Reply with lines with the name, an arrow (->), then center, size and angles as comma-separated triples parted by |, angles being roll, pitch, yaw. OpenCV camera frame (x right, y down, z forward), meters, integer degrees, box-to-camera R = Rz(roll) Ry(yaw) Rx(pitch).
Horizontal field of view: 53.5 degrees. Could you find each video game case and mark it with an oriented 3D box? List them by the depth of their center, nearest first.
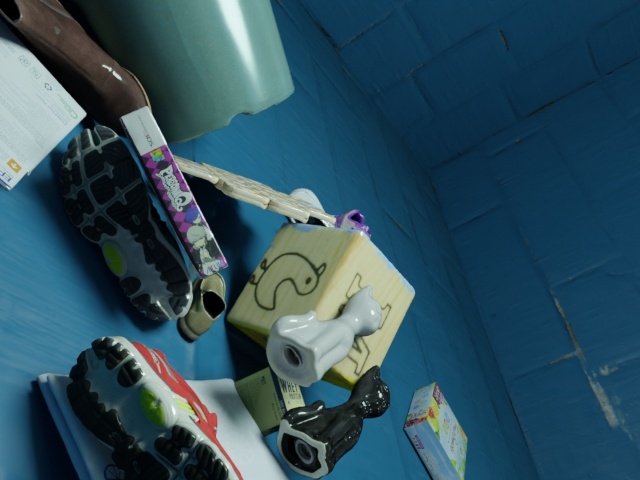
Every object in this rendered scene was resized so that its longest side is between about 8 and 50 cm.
video game case -> -0.194, -0.055, 0.842 | 0.210, 0.041, 0.232 | 63, -11, -5

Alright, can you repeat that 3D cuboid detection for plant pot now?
plant pot -> -0.217, -0.352, 1.024 | 0.341, 0.341, 0.334 | -67, 139, -66

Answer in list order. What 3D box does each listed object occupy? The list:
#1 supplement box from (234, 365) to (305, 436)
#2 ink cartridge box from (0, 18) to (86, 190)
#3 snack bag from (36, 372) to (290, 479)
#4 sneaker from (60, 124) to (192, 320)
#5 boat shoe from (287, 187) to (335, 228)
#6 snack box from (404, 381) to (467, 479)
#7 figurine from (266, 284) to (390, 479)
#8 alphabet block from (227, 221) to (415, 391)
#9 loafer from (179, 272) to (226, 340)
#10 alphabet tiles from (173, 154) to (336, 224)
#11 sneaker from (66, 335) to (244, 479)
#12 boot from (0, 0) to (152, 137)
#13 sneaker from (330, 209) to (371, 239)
supplement box -> -0.076, 0.236, 0.930 | 0.056, 0.083, 0.083 | 24, 42, -60
ink cartridge box -> -0.401, -0.179, 0.729 | 0.223, 0.045, 0.224 | 52, 23, -24
snack bag -> -0.116, 0.276, 0.707 | 0.323, 0.037, 0.342 | 50, 12, 28
sneaker -> -0.254, -0.018, 0.848 | 0.110, 0.107, 0.275 | -117, -178, -85
boat shoe -> 0.000, 0.000, 1.450 | 0.258, 0.095, 0.084 | 50, 24, -1
snack box -> 0.285, 0.470, 1.543 | 0.175, 0.070, 0.207 | 61, 20, -2
figurine -> 0.029, 0.183, 0.887 | 0.209, 0.092, 0.215 | -21, 110, -49
alphabet block -> 0.005, 0.107, 1.035 | 0.193, 0.192, 0.197 | 45, 65, -37
loafer -> -0.165, 0.092, 0.950 | 0.056, 0.050, 0.148 | 53, 21, -24
alphabet tiles -> -0.121, -0.085, 1.072 | 0.277, 0.021, 0.284 | 18, 7, -23
sneaker -> -0.126, 0.199, 0.607 | 0.279, 0.107, 0.118 | 51, 10, 25
boot -> -0.347, -0.248, 0.850 | 0.248, 0.090, 0.207 | 50, 5, 7
sneaker -> 0.078, 0.007, 1.595 | 0.095, 0.104, 0.236 | 47, 25, -40
